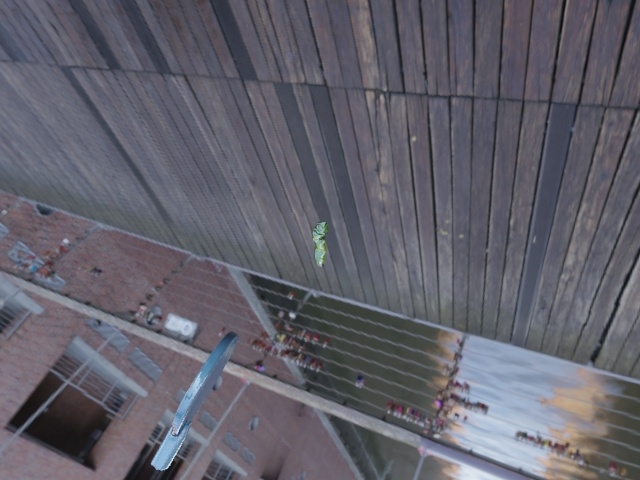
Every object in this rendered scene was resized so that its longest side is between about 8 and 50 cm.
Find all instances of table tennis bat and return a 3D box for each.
[{"bbox_3d":[-0.125,0.160,0.485,0.019,0.155,0.100,29,-176,2],"label":"table tennis bat"}]

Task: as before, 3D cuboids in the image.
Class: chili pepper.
[{"bbox_3d":[0.000,0.000,0.650,0.022,0.027,0.083,13,137,9],"label":"chili pepper"}]
